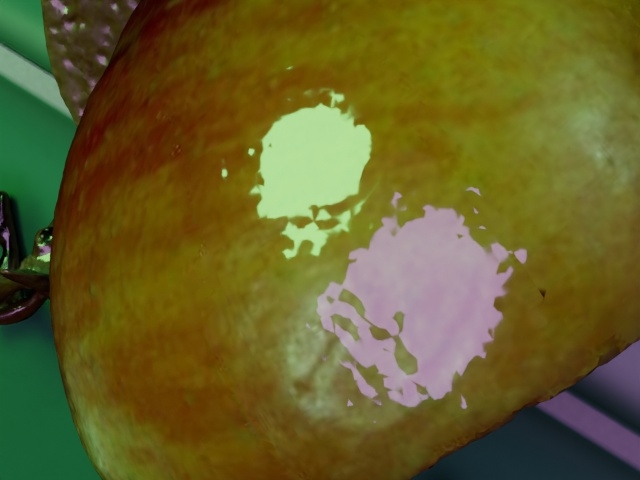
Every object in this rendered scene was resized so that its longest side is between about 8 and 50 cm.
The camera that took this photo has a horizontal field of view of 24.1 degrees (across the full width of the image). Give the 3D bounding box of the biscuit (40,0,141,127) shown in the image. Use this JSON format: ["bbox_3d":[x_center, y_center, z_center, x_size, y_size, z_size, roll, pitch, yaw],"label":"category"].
[{"bbox_3d":[-0.015,-0.131,0.728,0.273,0.049,0.257,-3,110,20],"label":"biscuit"}]

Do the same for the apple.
[{"bbox_3d":[0.000,0.000,0.633,0.346,0.179,0.254,-30,52,27],"label":"apple"}]

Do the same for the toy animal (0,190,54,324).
[{"bbox_3d":[-0.081,0.072,0.785,0.260,0.087,0.243,-10,94,18],"label":"toy animal"}]
